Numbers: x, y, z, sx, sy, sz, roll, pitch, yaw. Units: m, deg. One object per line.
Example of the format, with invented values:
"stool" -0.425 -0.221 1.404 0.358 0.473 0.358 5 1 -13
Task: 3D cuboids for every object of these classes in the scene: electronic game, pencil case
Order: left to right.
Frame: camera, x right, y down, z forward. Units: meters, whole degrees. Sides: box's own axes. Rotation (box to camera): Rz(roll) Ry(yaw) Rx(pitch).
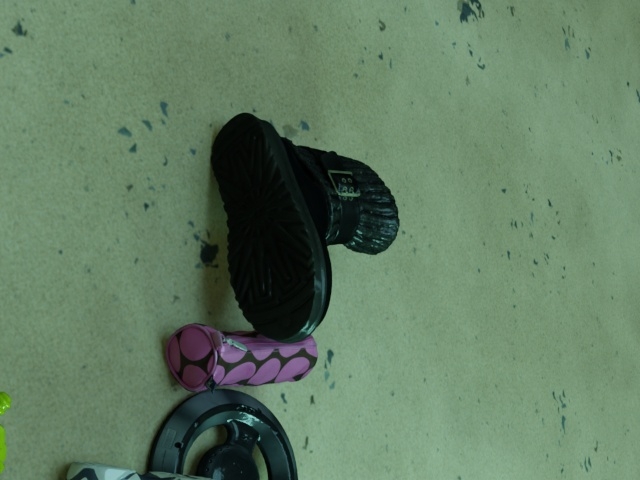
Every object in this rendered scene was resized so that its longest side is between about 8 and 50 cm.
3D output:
"electronic game" -0.117 0.299 1.323 0.229 0.048 0.229 16 66 -40
"pencil case" -0.091 0.144 1.353 0.209 0.098 0.095 2 51 -53

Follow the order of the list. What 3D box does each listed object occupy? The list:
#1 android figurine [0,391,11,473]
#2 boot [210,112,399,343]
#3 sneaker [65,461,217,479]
"android figurine" -0.376 0.221 0.902 0.273 0.056 0.248 -46 156 -14
"boot" 0.003 -0.003 1.431 0.260 0.131 0.348 23 44 -45
"sneaker" -0.176 0.336 1.180 0.235 0.094 0.153 15 78 -28
